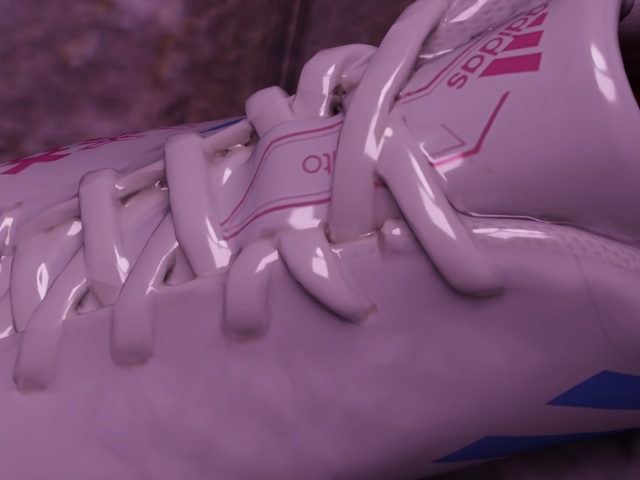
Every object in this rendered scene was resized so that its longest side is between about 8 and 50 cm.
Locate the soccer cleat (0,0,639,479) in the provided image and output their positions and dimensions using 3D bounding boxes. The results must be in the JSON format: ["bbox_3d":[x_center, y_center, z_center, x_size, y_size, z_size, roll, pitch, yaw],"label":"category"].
[{"bbox_3d":[0.000,0.000,0.365,0.331,0.143,0.116,-15,67,-4],"label":"soccer cleat"}]
